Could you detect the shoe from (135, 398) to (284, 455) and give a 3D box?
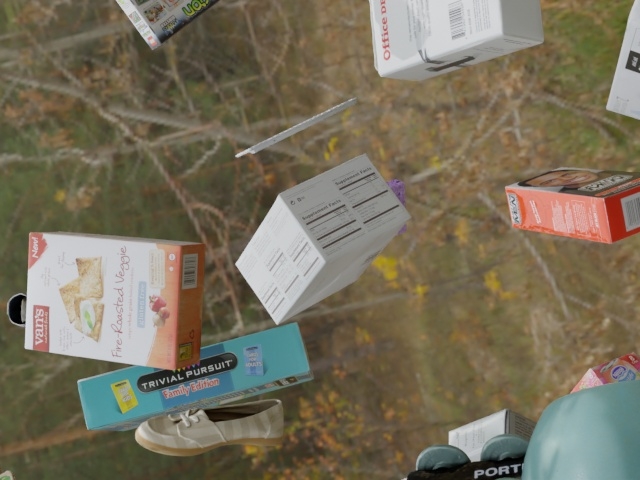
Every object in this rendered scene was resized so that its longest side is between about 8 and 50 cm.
[{"bbox_3d":[-0.147,0.248,1.408,0.076,0.219,0.058,34,116,54],"label":"shoe"}]

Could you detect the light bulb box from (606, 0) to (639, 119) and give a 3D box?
[{"bbox_3d":[0.599,-0.268,1.358,0.358,0.361,0.225,44,-113,-74],"label":"light bulb box"}]

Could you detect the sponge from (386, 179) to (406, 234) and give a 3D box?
[{"bbox_3d":[0.087,-0.044,2.131,0.031,0.210,0.117,30,132,48],"label":"sponge"}]

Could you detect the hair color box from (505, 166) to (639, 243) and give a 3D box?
[{"bbox_3d":[0.236,-0.034,0.922,0.141,0.072,0.043,13,119,64],"label":"hair color box"}]

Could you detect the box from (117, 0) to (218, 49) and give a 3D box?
[{"bbox_3d":[-0.239,-0.422,1.731,0.036,0.207,0.114,-12,117,53],"label":"box"}]

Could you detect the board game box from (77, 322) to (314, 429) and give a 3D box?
[{"bbox_3d":[-0.184,0.220,1.633,0.254,0.336,0.079,86,168,-79],"label":"board game box"}]

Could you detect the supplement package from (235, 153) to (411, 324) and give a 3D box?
[{"bbox_3d":[0.000,0.000,1.843,0.145,0.204,0.262,55,147,12],"label":"supplement package"}]

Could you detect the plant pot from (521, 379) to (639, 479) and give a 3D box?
[{"bbox_3d":[0.346,0.284,1.100,0.293,0.293,0.235,87,180,-64],"label":"plant pot"}]

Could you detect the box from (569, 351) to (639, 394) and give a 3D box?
[{"bbox_3d":[0.660,0.417,2.424,0.142,0.154,0.300,57,145,30],"label":"box"}]

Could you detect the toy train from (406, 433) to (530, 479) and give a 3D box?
[{"bbox_3d":[0.258,0.356,1.336,0.142,0.334,0.190,-70,-36,-65],"label":"toy train"}]

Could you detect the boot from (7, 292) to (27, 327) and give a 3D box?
[{"bbox_3d":[-0.377,0.116,1.477,0.219,0.106,0.082,10,100,63],"label":"boot"}]

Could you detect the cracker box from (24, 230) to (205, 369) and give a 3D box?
[{"bbox_3d":[-0.265,0.073,1.323,0.067,0.232,0.155,-5,-82,-66],"label":"cracker box"}]

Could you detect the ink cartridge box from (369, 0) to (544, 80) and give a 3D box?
[{"bbox_3d":[0.216,-0.390,1.700,0.273,0.114,0.197,-10,83,47],"label":"ink cartridge box"}]

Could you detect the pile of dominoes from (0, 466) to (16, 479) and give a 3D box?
[{"bbox_3d":[-0.490,0.406,1.432,0.251,0.196,0.040,33,163,31],"label":"pile of dominoes"}]

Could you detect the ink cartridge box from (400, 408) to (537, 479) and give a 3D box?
[{"bbox_3d":[0.306,0.373,1.654,0.239,0.275,0.060,-32,39,43],"label":"ink cartridge box"}]

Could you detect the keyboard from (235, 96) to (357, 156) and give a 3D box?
[{"bbox_3d":[-0.043,-0.214,1.951,0.072,0.256,0.014,-1,114,61],"label":"keyboard"}]
